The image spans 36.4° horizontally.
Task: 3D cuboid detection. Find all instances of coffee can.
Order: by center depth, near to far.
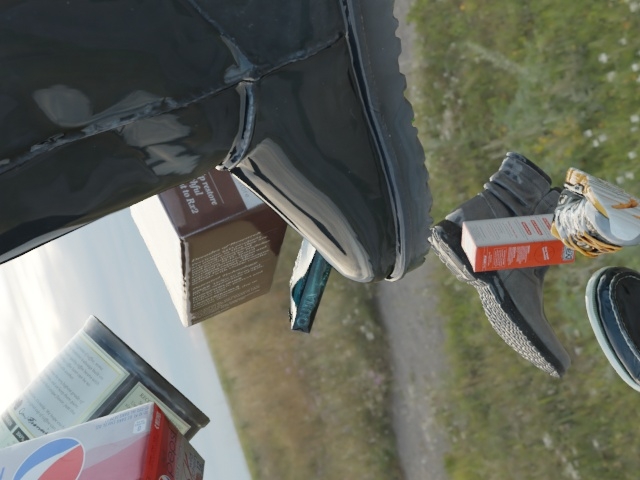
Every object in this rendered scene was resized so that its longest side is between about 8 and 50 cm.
[{"bbox_3d":[-0.302,0.258,1.202,0.201,0.275,0.201,40,168,10],"label":"coffee can"}]

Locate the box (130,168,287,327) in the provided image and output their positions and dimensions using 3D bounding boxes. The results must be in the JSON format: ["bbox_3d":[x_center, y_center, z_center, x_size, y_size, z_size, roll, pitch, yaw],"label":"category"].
[{"bbox_3d":[-0.141,-0.044,1.161,0.191,0.143,0.381,63,164,15],"label":"box"}]

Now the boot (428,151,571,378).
[{"bbox_3d":[0.352,0.040,1.565,0.338,0.223,0.118,52,169,-12],"label":"boot"}]

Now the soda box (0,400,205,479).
[{"bbox_3d":[-0.226,0.214,0.754,0.092,0.263,0.083,-91,-23,-50],"label":"soda box"}]

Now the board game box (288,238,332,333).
[{"bbox_3d":[0.000,0.000,1.152,0.126,0.026,0.186,-96,23,-66],"label":"board game box"}]

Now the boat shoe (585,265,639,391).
[{"bbox_3d":[0.446,0.162,1.124,0.340,0.127,0.113,57,157,2],"label":"boat shoe"}]

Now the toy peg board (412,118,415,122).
[{"bbox_3d":[0.021,-0.163,1.007,0.161,0.079,0.160,43,-161,-28],"label":"toy peg board"}]

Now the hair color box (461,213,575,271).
[{"bbox_3d":[0.272,0.002,1.338,0.072,0.141,0.043,-104,10,-57],"label":"hair color box"}]

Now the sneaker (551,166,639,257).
[{"bbox_3d":[0.294,-0.018,1.025,0.215,0.084,0.083,-64,-1,-79],"label":"sneaker"}]

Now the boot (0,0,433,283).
[{"bbox_3d":[-0.159,-0.026,0.653,0.146,0.445,0.367,51,163,45],"label":"boot"}]
